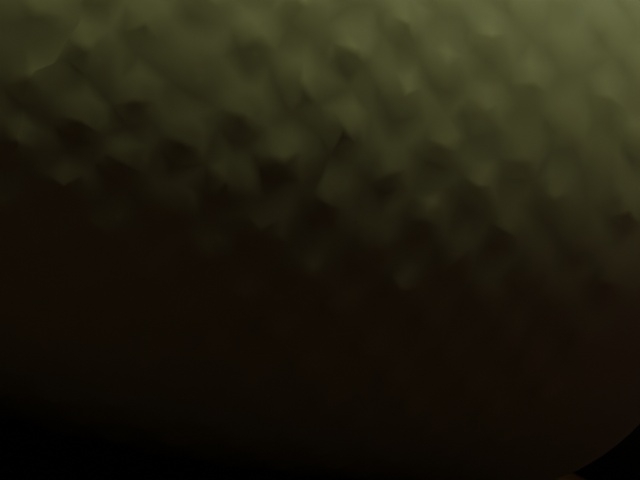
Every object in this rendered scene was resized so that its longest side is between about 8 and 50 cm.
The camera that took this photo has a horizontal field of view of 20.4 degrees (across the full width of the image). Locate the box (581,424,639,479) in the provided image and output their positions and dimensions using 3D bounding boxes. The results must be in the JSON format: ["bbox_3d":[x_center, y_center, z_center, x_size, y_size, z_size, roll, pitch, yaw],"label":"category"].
[{"bbox_3d":[0.328,0.046,0.989,0.294,0.296,0.183,24,8,29],"label":"box"}]

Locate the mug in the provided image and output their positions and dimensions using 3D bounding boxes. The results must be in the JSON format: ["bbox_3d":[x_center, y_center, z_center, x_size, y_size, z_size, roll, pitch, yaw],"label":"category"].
[{"bbox_3d":[-0.076,-0.040,0.721,0.328,0.276,0.374,9,-17,-32],"label":"mug"}]
